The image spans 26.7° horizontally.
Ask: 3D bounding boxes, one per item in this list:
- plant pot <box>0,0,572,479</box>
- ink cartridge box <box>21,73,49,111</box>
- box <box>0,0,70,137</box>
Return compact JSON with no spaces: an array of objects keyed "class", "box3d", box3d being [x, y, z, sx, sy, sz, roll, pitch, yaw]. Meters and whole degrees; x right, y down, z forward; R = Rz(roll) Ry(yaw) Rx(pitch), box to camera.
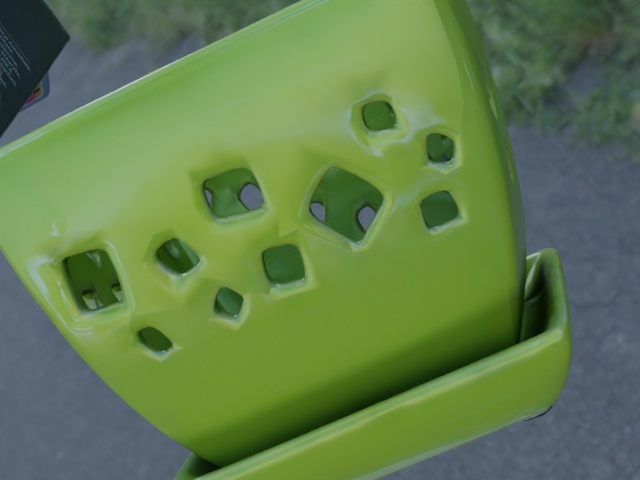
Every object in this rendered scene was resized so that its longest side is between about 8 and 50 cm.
[{"class":"plant pot","box3d":[0.000,0.000,0.661,0.227,0.207,0.228,-25,6,11]},{"class":"ink cartridge box","box3d":[-0.481,-0.286,1.617,0.270,0.151,0.395,-36,-25,-26]},{"class":"box","box3d":[-0.444,-0.133,1.220,0.293,0.212,0.395,-27,23,18]}]
